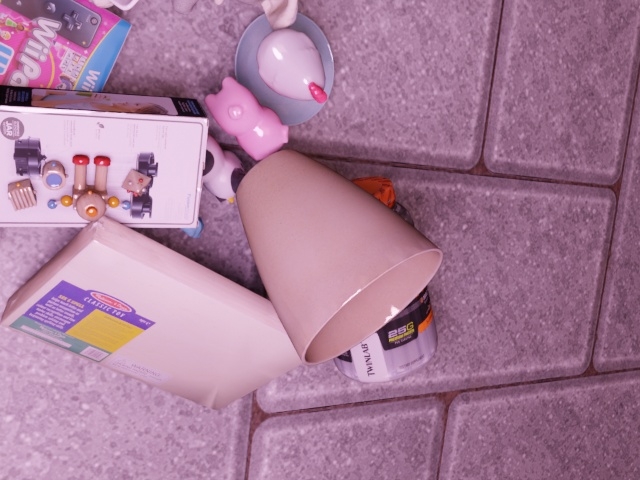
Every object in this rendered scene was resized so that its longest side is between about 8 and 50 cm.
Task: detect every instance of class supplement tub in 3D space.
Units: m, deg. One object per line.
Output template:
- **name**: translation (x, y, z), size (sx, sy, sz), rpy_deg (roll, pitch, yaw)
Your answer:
- **supplement tub**: translation (0.087, 0.068, 1.259), size (0.207, 0.207, 0.338), rpy_deg (-25, 112, -26)

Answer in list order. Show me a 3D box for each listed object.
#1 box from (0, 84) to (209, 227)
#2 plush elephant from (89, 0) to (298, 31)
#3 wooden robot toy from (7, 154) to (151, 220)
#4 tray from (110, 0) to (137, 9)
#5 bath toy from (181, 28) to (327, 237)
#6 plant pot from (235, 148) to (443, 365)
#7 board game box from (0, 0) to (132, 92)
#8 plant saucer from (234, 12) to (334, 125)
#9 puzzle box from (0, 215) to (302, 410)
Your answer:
- **box**: translation (-0.306, -0.108, 0.923), size (0.290, 0.087, 0.169), rpy_deg (-1, 119, -21)
- **plush elephant**: translation (-0.161, -0.431, 1.004), size (0.330, 0.272, 0.255), rpy_deg (-20, 154, 5)
- **wooden robot toy**: translation (-0.294, -0.059, 0.853), size (0.173, 0.079, 0.076), rpy_deg (-1, 119, -21)
- **tray**: translation (-0.278, -0.391, 0.851), size (0.145, 0.270, 0.030), rpy_deg (-50, 162, -8)
- **bath toy**: translation (-0.118, -0.165, 1.069), size (0.348, 0.129, 0.151), rpy_deg (-44, 161, 11)
- **plant pot**: translation (0.000, 0.000, 1.039), size (0.256, 0.274, 0.256), rpy_deg (-32, 158, -15)
- **board game box**: translation (-0.445, -0.269, 0.926), size (0.303, 0.097, 0.224), rpy_deg (25, 87, -33)
- **plant saucer**: translation (-0.067, -0.297, 1.192), size (0.195, 0.037, 0.195), rpy_deg (-7, 103, -32)
- **puzzle box**: translation (-0.234, 0.131, 1.056), size (0.409, 0.272, 0.052), rpy_deg (32, 40, -33)
